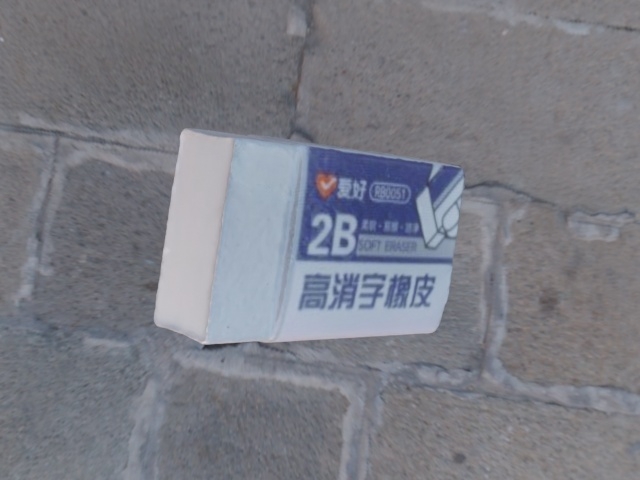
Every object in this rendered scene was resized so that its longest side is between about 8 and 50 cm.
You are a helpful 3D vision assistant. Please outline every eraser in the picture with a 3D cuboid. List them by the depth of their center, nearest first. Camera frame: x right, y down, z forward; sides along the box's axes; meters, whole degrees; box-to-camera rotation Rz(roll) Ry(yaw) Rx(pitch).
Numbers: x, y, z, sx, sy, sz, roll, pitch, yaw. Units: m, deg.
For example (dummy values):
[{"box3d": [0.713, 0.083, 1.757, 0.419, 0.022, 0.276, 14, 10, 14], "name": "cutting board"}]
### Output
[{"box3d": [0.000, 0.000, 0.623, 0.210, 0.068, 0.125, 3, 100, -46], "name": "eraser"}]
